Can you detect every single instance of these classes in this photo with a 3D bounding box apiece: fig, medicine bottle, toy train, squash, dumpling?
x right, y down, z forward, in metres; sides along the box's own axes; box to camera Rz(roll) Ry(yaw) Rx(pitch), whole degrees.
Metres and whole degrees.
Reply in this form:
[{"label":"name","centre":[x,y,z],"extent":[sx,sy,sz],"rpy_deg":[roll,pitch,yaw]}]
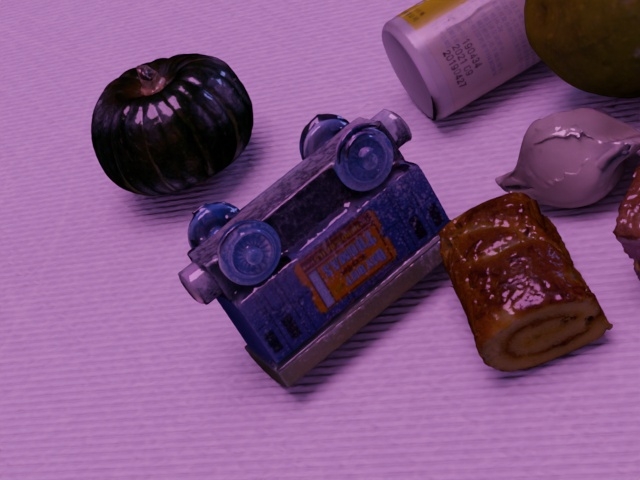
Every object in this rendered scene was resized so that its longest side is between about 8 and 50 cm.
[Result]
[{"label":"fig","centre":[0.388,-0.258,1.342],"extent":[0.233,0.233,0.314],"rpy_deg":[-43,42,-19]},{"label":"medicine bottle","centre":[0.218,-0.271,1.518],"extent":[0.258,0.143,0.143],"rpy_deg":[-30,40,-5]},{"label":"toy train","centre":[0.000,0.000,1.304],"extent":[0.300,0.202,0.131],"rpy_deg":[-38,25,-13]},{"label":"squash","centre":[-0.195,-0.154,1.589],"extent":[0.218,0.172,0.218],"rpy_deg":[-19,10,4]},{"label":"dumpling","centre":[0.285,-0.099,1.337],"extent":[0.188,0.108,0.127],"rpy_deg":[-18,14,35]}]

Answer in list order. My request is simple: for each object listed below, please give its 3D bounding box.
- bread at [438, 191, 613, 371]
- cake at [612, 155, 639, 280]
[{"label":"bread","centre":[0.200,0.039,1.226],"extent":[0.132,0.103,0.172],"rpy_deg":[-24,43,6]},{"label":"cake","centre":[0.369,-0.066,1.236],"extent":[0.113,0.116,0.295],"rpy_deg":[-4,45,24]}]
